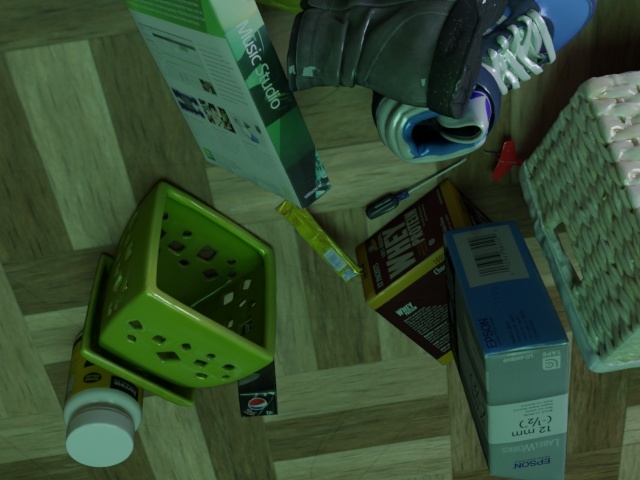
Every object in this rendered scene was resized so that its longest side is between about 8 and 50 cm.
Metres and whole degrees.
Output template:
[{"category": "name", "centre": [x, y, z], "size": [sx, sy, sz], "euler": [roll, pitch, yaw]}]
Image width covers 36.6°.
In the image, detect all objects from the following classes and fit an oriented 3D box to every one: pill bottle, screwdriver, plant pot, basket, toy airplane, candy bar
[{"category": "pill bottle", "centre": [-0.334, 0.239, 1.504], "size": [0.119, 0.208, 0.119], "euler": [-4, 128, -5]}, {"category": "screwdriver", "centre": [0.142, -0.076, 1.436], "size": [0.170, 0.025, 0.024], "euler": [-27, 126, 15]}, {"category": "plant pot", "centre": [-0.212, 0.093, 1.405], "size": [0.228, 0.227, 0.207], "euler": [32, 124, -29]}, {"category": "basket", "centre": [0.476, -0.041, 1.247], "size": [0.331, 0.328, 0.266], "euler": [-10, 155, -8]}, {"category": "toy airplane", "centre": [0.313, -0.116, 1.423], "size": [0.151, 0.028, 0.151], "euler": [-4, 126, -5]}, {"category": "candy bar", "centre": [0.000, 0.000, 1.442], "size": [0.040, 0.018, 0.161], "euler": [-41, 97, 23]}]

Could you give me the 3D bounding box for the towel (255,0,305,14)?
[{"category": "towel", "centre": [-0.028, -0.392, 1.173], "size": [0.102, 0.021, 0.237], "euler": [16, 125, -12]}]

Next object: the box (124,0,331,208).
[{"category": "box", "centre": [-0.123, -0.204, 1.181], "size": [0.058, 0.232, 0.322], "euler": [-41, 131, -19]}]

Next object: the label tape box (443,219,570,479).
[{"category": "label tape box", "centre": [0.253, 0.185, 1.344], "size": [0.115, 0.249, 0.348], "euler": [-8, 128, -2]}]

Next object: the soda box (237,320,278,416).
[{"category": "soda box", "centre": [-0.102, 0.197, 1.526], "size": [0.060, 0.169, 0.053], "euler": [-4, 127, -4]}]

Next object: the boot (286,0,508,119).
[{"category": "boot", "centre": [0.099, -0.297, 1.127], "size": [0.222, 0.338, 0.118], "euler": [15, 145, 16]}]

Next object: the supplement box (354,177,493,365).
[{"category": "supplement box", "centre": [0.191, 0.051, 1.473], "size": [0.191, 0.129, 0.194], "euler": [-38, 123, 21]}]

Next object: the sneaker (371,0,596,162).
[{"category": "sneaker", "centre": [0.218, -0.202, 1.211], "size": [0.322, 0.236, 0.130], "euler": [-22, 127, 11]}]
